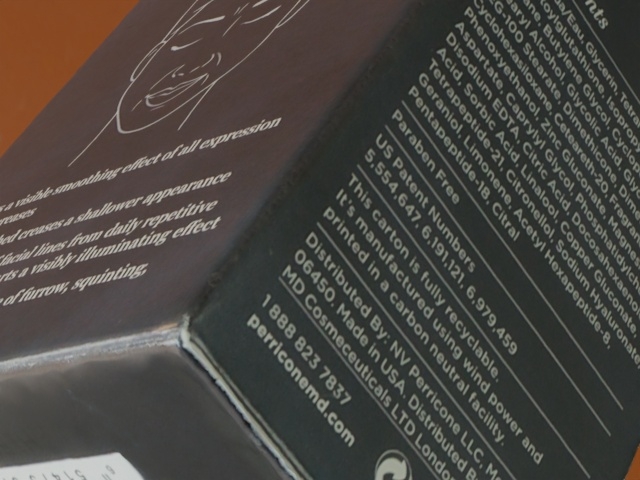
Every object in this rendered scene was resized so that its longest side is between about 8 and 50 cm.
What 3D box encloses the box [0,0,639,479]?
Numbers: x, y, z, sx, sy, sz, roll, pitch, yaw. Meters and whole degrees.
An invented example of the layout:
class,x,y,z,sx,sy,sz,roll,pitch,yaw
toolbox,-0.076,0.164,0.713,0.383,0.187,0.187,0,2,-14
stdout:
class,x,y,z,sx,sy,sz,roll,pitch,yaw
box,0.000,0.000,0.786,0.293,0.395,0.212,-13,123,45
